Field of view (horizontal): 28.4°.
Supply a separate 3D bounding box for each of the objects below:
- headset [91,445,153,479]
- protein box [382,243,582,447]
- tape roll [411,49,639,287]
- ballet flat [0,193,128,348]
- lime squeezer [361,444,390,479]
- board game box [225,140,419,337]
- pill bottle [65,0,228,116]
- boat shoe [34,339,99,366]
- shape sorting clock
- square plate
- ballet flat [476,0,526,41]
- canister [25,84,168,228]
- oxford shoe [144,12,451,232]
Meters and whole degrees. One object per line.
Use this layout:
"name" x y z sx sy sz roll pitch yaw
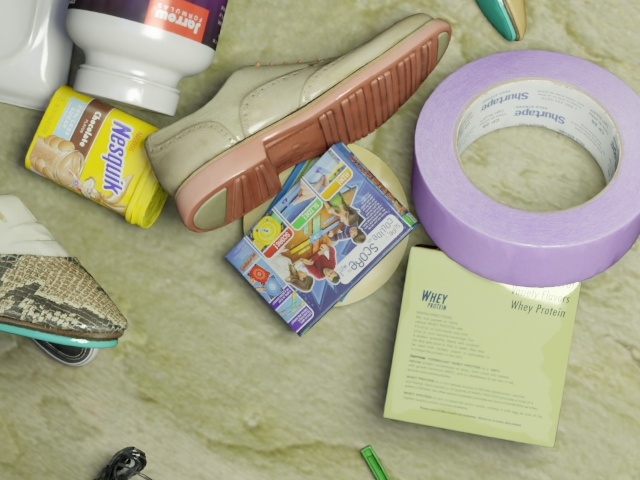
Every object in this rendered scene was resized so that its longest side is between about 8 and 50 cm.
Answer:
"headset" -0.153 0.427 1.511 0.185 0.243 0.394 -41 71 25
"protein box" 0.191 0.118 1.493 0.200 0.136 0.201 9 93 7
"tape roll" 0.242 -0.085 1.436 0.275 0.090 0.274 -1 57 1
"ballet flat" -0.434 0.029 1.496 0.483 0.164 0.182 0 86 31
"lime squeezer" 0.123 0.398 1.532 0.059 0.110 0.310 -38 56 22
"board game box" 0.000 0.000 1.503 0.136 0.035 0.201 47 112 4
"pill bottle" -0.194 -0.318 1.500 0.181 0.181 0.323 14 92 6
"boat shoe" -0.363 0.064 1.586 0.080 0.076 0.228 -33 87 6
"shape sorting clock" 0.007 -0.021 1.558 0.206 0.040 0.206 0 88 10
"square plate" -0.465 -0.362 1.601 0.344 0.049 0.347 11 92 6
"ballet flat" 0.193 -0.348 1.513 0.073 0.080 0.232 -35 89 -9
"canister" -0.266 -0.106 1.573 0.170 0.073 0.126 25 93 7
"oxford shoe" -0.027 -0.175 1.495 0.397 0.140 0.146 -32 68 -12
